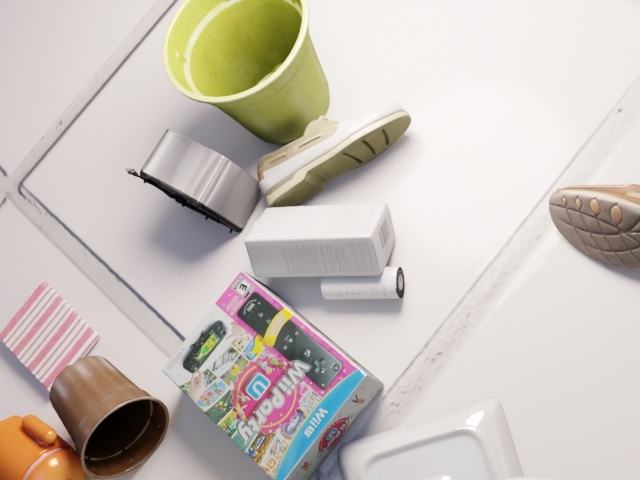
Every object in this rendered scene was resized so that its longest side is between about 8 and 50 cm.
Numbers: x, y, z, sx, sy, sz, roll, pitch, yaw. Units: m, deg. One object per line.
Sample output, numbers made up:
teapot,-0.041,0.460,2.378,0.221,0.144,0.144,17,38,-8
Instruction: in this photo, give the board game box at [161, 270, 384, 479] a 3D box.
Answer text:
board game box,-0.083,0.227,1.360,0.303,0.097,0.224,36,86,29

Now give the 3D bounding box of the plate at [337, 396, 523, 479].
plate,0.173,0.400,1.216,0.278,0.045,0.277,-21,64,14

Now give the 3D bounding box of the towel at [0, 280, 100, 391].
towel,-0.529,0.187,1.597,0.197,0.029,0.144,37,86,27

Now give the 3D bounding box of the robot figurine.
robot figurine,-0.504,0.398,1.444,0.219,0.128,0.158,27,79,29

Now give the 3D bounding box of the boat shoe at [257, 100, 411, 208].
boat shoe,0.015,-0.172,1.471,0.302,0.113,0.103,-31,67,9

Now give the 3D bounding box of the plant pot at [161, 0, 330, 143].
plant pot,-0.107,-0.310,1.495,0.276,0.254,0.276,-8,66,18

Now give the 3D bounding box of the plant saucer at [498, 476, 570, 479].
plant saucer,0.315,0.473,1.012,0.400,0.400,0.101,23,123,28

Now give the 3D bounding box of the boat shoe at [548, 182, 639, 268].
boat shoe,0.507,-0.028,1.227,0.324,0.123,0.116,18,43,36

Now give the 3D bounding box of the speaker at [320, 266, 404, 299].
speaker,0.070,0.073,1.382,0.136,0.055,0.055,-3,68,21

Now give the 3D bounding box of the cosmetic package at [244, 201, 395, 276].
cosmetic package,0.000,0.000,1.399,0.231,0.086,0.117,-2,31,23

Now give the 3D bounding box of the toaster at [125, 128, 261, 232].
toaster,-0.225,-0.110,1.503,0.168,0.185,0.110,27,85,29

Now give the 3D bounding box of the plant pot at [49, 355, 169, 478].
plant pot,-0.378,0.295,1.421,0.165,0.167,0.167,37,86,37
